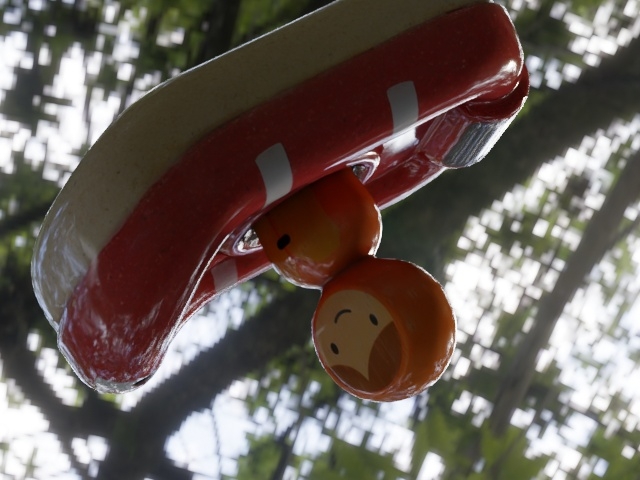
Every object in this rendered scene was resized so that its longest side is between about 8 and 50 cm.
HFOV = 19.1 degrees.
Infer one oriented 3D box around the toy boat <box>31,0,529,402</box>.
[{"bbox_3d":[0.000,0.000,0.786,0.231,0.151,0.151,-28,-102,-21],"label":"toy boat"}]
